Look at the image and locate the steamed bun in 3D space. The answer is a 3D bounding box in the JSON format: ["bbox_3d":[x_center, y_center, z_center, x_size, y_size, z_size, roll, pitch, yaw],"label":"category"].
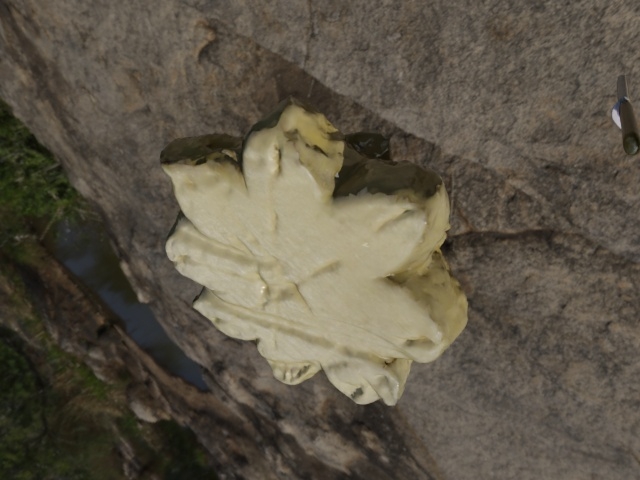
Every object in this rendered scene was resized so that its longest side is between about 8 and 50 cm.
[{"bbox_3d":[0.000,0.000,0.481,0.295,0.137,0.292,43,137,-4],"label":"steamed bun"}]

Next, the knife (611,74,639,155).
[{"bbox_3d":[0.318,-0.131,0.560,0.022,0.256,0.046,-13,111,33],"label":"knife"}]
